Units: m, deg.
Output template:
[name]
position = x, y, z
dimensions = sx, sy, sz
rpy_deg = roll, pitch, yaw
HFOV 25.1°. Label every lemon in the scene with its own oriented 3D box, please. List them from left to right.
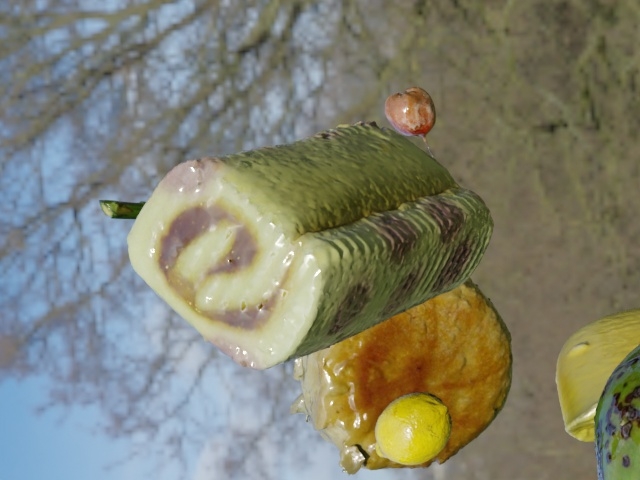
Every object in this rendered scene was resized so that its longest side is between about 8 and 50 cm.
[lemon]
position = 0.080, 0.166, 1.261
dimensions = 0.062, 0.083, 0.062
rpy_deg = 38, -149, -28

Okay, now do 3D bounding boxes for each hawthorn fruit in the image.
[hawthorn fruit]
position = 0.131, -0.158, 1.961
dimensions = 0.067, 0.067, 0.103
rpy_deg = -65, -50, -82

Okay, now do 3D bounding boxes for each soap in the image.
[soap]
position = 0.461, 0.173, 1.888
dimensions = 0.427, 0.306, 0.115
rpy_deg = -51, -51, -70

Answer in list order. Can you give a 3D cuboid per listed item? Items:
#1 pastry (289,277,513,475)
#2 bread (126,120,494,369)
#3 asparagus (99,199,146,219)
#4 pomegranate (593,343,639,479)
[pastry]
position = 0.117, 0.168, 2.017
dimensions = 0.136, 0.330, 0.329
rpy_deg = -151, 56, -72
[bread]
position = 0.000, 0.000, 1.274
dimensions = 0.155, 0.187, 0.338
rpy_deg = -58, -19, 24
[asparagus]
position = -0.202, -0.033, 1.633
dimensions = 0.025, 0.108, 0.021
rpy_deg = 21, 104, 54
[pomegranate]
position = 0.348, 0.194, 1.207
dimensions = 0.254, 0.254, 0.270
rpy_deg = -86, -5, -63
